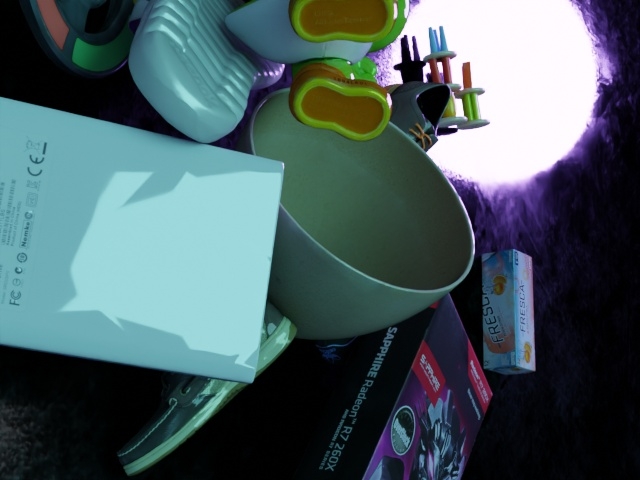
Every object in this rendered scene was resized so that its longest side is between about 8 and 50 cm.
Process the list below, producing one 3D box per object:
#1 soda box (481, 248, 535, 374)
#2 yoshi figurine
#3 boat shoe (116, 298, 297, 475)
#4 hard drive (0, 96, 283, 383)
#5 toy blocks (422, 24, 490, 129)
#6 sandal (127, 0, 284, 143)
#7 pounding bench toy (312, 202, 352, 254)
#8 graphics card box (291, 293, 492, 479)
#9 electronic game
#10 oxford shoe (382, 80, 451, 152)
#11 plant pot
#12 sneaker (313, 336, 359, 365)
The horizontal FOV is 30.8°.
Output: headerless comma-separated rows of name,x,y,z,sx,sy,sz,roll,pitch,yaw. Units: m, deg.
soda box,0.286,0.110,1.769,0.063,0.058,0.183,20,65,-49
yoshi figurine,0.034,-0.242,1.251,0.203,0.203,0.362,47,13,-24
boat shoe,-0.125,0.140,1.167,0.223,0.080,0.073,-42,95,-13
hard drive,-0.199,-0.001,1.032,0.318,0.040,0.210,12,78,-20
toy blocks,0.203,-0.245,1.751,0.123,0.054,0.148,-2,83,-52
sandal,-0.139,-0.193,1.207,0.169,0.102,0.416,50,17,-11
pounding bench toy,0.011,-0.008,1.415,0.052,0.083,0.065,-15,93,-53
graphics card box,0.083,0.257,1.378,0.371,0.094,0.233,-61,142,-33
electronic game,-0.231,-0.274,1.146,0.229,0.048,0.229,2,90,-69
oxford shoe,0.095,-0.132,1.542,0.097,0.098,0.271,56,43,-28
plant pot,0.000,0.000,1.277,0.284,0.191,0.284,24,38,-21
sneaker,0.055,0.068,1.467,0.232,0.081,0.090,-40,122,-46
